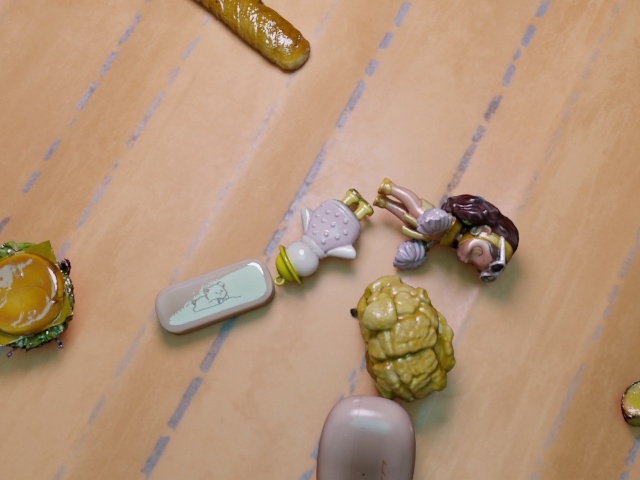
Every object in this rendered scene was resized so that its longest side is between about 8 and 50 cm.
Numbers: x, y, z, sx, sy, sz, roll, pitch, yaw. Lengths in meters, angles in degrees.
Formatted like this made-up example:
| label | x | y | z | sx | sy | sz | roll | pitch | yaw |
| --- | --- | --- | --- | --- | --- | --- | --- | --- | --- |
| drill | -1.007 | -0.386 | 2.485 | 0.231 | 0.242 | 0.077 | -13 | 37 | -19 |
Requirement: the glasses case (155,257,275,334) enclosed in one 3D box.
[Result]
| label | x | y | z | sx | sy | sz | roll | pitch | yaw |
| --- | --- | --- | --- | --- | --- | --- | --- | --- | --- |
| glasses case | -0.173 | 0.093 | 1.188 | 0.196 | 0.050 | 0.083 | -21 | 78 | -4 |

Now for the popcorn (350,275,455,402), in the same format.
| label | x | y | z | sx | sy | sz | roll | pitch | yaw |
| --- | --- | --- | --- | --- | --- | --- | --- | --- | --- |
| popcorn | 0.129 | 0.146 | 1.109 | 0.140 | 0.163 | 0.194 | -11 | 69 | -11 |

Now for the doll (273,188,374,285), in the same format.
| label | x | y | z | sx | sy | sz | roll | pitch | yaw |
| --- | --- | --- | --- | --- | --- | --- | --- | --- | --- |
| doll | 0.000 | 0.000 | 1.192 | 0.207 | 0.081 | 0.129 | -44 | 71 | -7 |

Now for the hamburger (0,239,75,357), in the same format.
| label | x | y | z | sx | sy | sz | roll | pitch | yaw |
| --- | --- | --- | --- | --- | --- | --- | --- | --- | --- |
| hamburger | -0.477 | 0.091 | 1.176 | 0.163 | 0.093 | 0.190 | -10 | 77 | -3 |

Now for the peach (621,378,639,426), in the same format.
| label | x | y | z | sx | sy | sz | roll | pitch | yaw |
| --- | --- | --- | --- | --- | --- | --- | --- | --- | --- |
| peach | 0.510 | 0.258 | 1.122 | 0.077 | 0.050 | 0.083 | 30 | 67 | 33 |

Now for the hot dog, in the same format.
| label | x | y | z | sx | sy | sz | roll | pitch | yaw |
| --- | --- | --- | --- | --- | --- | --- | --- | --- | --- |
| hot dog | -0.141 | -0.413 | 1.317 | 0.285 | 0.061 | 0.088 | 35 | 90 | 11 |

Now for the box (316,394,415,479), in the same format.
| label | x | y | z | sx | sy | sz | roll | pitch | yaw |
| --- | --- | --- | --- | --- | --- | --- | --- | --- | --- |
| box | 0.067 | 0.330 | 1.077 | 0.145 | 0.088 | 0.201 | 7 | 98 | 4 |

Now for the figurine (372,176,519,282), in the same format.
| label | x | y | z | sx | sy | sz | roll | pitch | yaw |
| --- | --- | --- | --- | --- | --- | --- | --- | --- | --- |
| figurine | 0.199 | -0.021 | 1.160 | 0.239 | 0.175 | 0.116 | 17 | 60 | 0 |
